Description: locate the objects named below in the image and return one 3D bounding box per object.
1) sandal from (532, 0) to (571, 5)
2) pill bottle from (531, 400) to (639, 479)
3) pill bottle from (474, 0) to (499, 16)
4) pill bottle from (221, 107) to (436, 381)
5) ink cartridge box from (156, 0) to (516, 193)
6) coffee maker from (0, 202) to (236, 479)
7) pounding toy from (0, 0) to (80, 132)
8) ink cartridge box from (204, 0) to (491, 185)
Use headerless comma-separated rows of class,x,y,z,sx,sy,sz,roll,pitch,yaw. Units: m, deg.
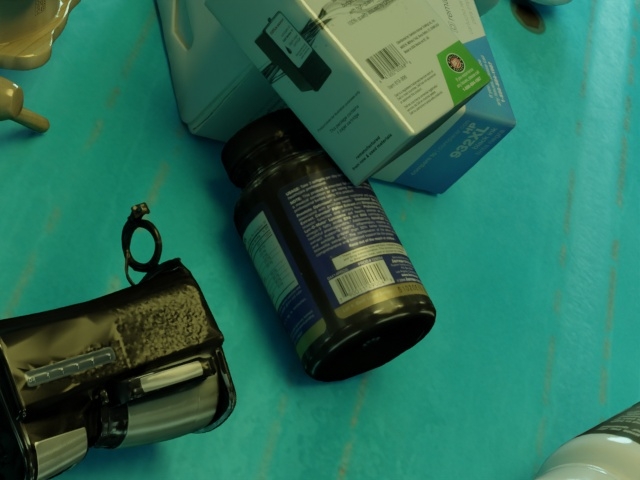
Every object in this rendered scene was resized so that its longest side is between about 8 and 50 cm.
sandal,0.193,-0.466,2.030,0.416,0.102,0.169,50,36,8
pill bottle,0.285,0.229,1.459,0.283,0.161,0.161,-17,69,-49
pill bottle,0.088,-0.378,1.805,0.301,0.169,0.169,35,40,-13
pill bottle,0.000,0.000,1.431,0.123,0.123,0.219,-5,61,-45
ink cartridge box,0.012,-0.192,1.604,0.307,0.129,0.223,12,51,-36
coffee maker,-0.175,0.082,1.193,0.178,0.120,0.171,-14,59,-38
pounding toy,-0.289,-0.175,1.364,0.154,0.154,0.269,10,33,1
ink cartridge box,0.024,-0.171,1.428,0.208,0.087,0.153,51,40,3
